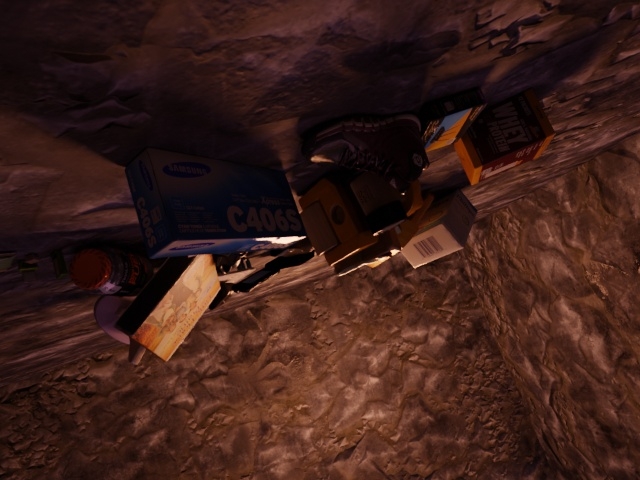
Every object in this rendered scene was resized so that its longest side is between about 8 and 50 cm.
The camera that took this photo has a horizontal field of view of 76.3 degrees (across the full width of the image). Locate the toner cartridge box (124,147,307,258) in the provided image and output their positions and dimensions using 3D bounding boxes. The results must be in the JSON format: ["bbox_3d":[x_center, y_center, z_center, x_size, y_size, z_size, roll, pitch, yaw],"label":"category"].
[{"bbox_3d":[-0.176,-0.064,0.783,0.075,0.165,0.347,-28,167,31],"label":"toner cartridge box"}]

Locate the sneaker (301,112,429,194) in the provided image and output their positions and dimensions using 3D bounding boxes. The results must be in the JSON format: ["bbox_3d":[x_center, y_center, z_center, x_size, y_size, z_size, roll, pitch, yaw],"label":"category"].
[{"bbox_3d":[0.111,-0.161,0.825,0.281,0.163,0.106,-16,168,-21],"label":"sneaker"}]

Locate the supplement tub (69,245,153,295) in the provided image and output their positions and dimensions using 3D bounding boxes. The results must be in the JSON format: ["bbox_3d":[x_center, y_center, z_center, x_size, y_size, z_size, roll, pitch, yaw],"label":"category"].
[{"bbox_3d":[-0.504,0.077,0.993,0.116,0.117,0.190,-21,170,3],"label":"supplement tub"}]

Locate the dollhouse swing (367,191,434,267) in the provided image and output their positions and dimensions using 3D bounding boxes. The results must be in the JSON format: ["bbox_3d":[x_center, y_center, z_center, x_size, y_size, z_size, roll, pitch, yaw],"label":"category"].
[{"bbox_3d":[0.244,-0.088,1.680,0.314,0.305,0.347,23,162,-4],"label":"dollhouse swing"}]

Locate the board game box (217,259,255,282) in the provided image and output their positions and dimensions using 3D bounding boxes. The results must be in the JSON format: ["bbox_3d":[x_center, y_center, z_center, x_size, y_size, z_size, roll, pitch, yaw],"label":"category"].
[{"bbox_3d":[-0.522,0.189,1.668,0.389,0.051,0.390,-10,165,-43],"label":"board game box"}]

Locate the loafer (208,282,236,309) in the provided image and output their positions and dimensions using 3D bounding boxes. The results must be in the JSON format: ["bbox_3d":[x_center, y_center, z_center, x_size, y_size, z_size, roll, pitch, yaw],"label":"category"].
[{"bbox_3d":[-0.420,0.239,1.741,0.078,0.080,0.220,-9,164,-43],"label":"loafer"}]

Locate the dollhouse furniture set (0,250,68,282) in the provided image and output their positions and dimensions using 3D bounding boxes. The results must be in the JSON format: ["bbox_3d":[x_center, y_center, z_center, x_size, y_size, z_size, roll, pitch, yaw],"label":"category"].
[{"bbox_3d":[-0.624,0.061,0.852,0.076,0.059,0.151,-29,166,36],"label":"dollhouse furniture set"}]

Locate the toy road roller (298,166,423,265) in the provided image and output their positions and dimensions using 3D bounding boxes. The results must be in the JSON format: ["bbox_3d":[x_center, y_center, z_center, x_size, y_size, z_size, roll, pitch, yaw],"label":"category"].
[{"bbox_3d":[0.123,-0.092,1.090,0.240,0.203,0.329,-17,168,-45],"label":"toy road roller"}]

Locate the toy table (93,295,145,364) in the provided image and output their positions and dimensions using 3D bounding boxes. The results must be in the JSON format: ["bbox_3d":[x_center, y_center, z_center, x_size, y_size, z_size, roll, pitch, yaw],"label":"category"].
[{"bbox_3d":[-0.604,0.276,1.379,0.160,0.253,0.274,4,165,42],"label":"toy table"}]

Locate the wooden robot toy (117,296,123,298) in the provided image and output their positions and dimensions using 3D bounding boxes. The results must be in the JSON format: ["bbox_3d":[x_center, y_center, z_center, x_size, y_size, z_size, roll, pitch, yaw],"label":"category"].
[{"bbox_3d":[-0.583,0.128,1.196,0.076,0.079,0.173,-9,164,-45],"label":"wooden robot toy"}]

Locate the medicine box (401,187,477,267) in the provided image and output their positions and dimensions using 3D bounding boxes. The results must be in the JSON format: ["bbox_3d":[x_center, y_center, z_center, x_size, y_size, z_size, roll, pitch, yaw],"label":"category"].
[{"bbox_3d":[0.511,-0.054,1.791,0.263,0.149,0.289,-32,-166,46],"label":"medicine box"}]

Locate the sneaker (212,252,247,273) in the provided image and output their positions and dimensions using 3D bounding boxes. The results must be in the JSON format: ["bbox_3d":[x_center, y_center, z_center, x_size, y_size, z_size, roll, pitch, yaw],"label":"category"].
[{"bbox_3d":[-0.235,0.012,1.193,0.101,0.106,0.267,-7,162,-44],"label":"sneaker"}]

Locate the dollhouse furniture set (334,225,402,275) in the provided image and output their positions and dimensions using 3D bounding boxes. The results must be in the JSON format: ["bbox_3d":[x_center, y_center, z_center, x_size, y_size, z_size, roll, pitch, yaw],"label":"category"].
[{"bbox_3d":[0.148,0.004,1.261,0.197,0.302,0.151,-26,128,17],"label":"dollhouse furniture set"}]

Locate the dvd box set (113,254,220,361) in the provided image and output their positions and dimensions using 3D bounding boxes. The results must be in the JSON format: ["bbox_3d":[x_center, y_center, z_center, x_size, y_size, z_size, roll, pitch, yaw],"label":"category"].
[{"bbox_3d":[-0.422,0.185,1.205,0.308,0.062,0.420,-57,174,-26],"label":"dvd box set"}]

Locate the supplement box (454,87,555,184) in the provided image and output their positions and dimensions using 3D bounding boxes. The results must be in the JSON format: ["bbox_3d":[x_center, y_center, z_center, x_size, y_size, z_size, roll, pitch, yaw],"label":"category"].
[{"bbox_3d":[0.469,-0.261,1.070,0.194,0.129,0.191,-23,168,15],"label":"supplement box"}]

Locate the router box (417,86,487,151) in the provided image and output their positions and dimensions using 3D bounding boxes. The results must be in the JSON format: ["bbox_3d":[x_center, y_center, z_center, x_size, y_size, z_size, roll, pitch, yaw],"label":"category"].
[{"bbox_3d":[0.278,-0.264,0.931,0.133,0.046,0.179,-20,169,-6],"label":"router box"}]

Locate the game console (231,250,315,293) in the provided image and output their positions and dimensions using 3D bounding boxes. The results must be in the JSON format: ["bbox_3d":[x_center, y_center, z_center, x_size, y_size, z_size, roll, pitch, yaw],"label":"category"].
[{"bbox_3d":[-0.187,0.116,1.623,0.213,0.044,0.361,-14,-168,44],"label":"game console"}]

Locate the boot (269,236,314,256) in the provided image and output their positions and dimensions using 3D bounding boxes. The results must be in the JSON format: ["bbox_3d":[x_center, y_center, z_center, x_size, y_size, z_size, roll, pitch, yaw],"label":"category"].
[{"bbox_3d":[-0.097,0.020,1.536,0.106,0.082,0.219,-13,169,-45],"label":"boot"}]
